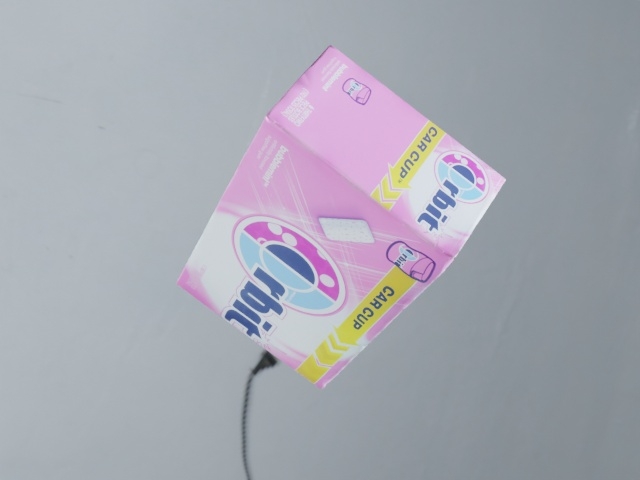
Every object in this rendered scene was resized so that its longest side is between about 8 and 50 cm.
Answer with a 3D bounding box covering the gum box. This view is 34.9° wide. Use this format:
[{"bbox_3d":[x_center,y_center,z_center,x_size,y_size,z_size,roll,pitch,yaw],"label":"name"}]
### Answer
[{"bbox_3d":[0.000,0.000,0.543,0.107,0.188,0.062,37,55,0],"label":"gum box"}]
